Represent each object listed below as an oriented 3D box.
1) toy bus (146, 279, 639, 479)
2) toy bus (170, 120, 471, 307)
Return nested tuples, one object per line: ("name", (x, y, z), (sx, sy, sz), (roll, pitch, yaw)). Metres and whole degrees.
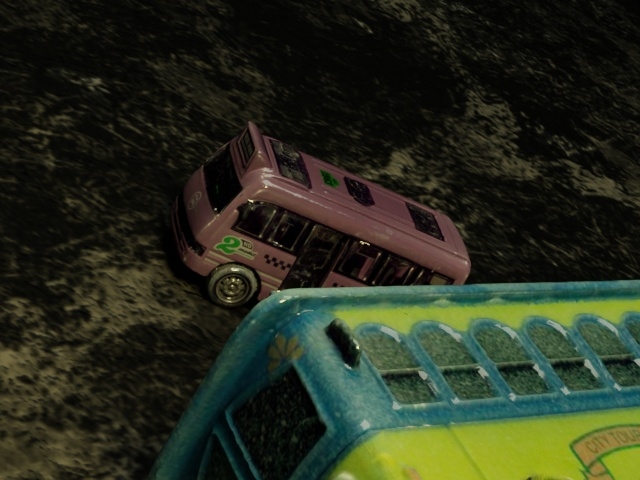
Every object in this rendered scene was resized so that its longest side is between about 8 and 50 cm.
("toy bus", (0.095, 0.128, 0.898), (0.312, 0.152, 0.190), (0, 45, -40))
("toy bus", (0.000, 0.000, 1.153), (0.178, 0.098, 0.087), (22, 25, -23))
